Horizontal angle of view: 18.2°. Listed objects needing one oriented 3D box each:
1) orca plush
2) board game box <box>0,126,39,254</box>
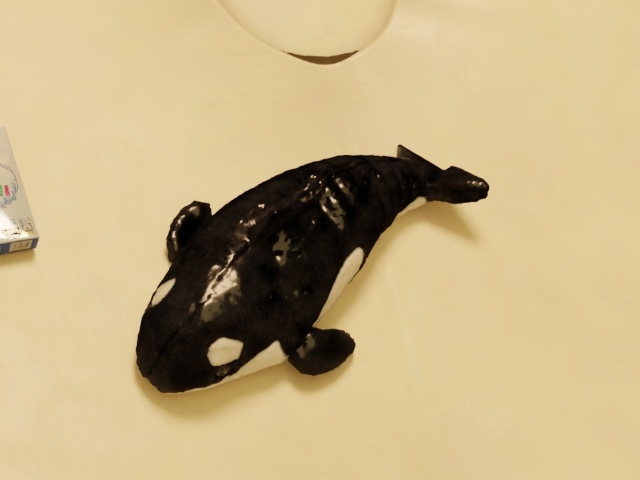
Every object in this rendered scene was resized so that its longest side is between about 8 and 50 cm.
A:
[{"bbox_3d":[0.000,0.000,1.349,0.287,0.102,0.151,-20,68,-27],"label":"orca plush"},{"bbox_3d":[-0.243,-0.029,1.336,0.090,0.020,0.090,-9,64,-22],"label":"board game box"}]
